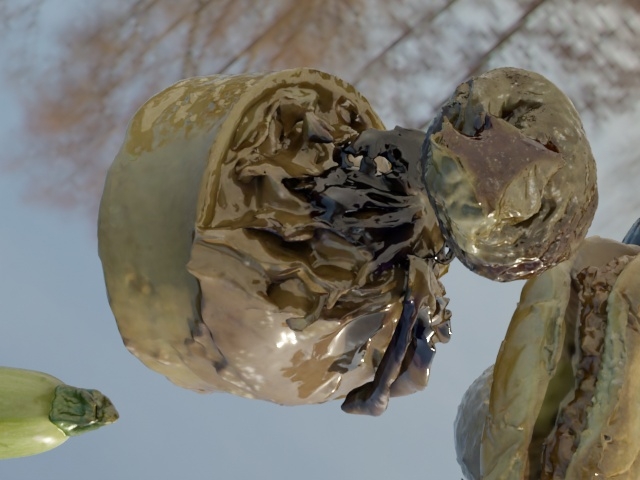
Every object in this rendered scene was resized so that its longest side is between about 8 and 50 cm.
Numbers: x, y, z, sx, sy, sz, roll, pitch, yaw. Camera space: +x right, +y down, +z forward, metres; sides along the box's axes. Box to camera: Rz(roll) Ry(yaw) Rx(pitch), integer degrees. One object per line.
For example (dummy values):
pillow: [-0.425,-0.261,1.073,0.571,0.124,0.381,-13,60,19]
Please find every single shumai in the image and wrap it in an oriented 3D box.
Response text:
shumai: [0.130,-0.038,1.161,0.105,0.123,0.139,-83,-13,-64]

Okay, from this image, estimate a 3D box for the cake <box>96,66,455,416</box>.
cake: [0.005,-0.001,1.546,0.332,0.321,0.332,-7,-81,-52]

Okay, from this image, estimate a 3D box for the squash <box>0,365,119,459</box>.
squash: [-0.346,0.190,1.782,0.137,0.288,0.137,3,-90,-85]

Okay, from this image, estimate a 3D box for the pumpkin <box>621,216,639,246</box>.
pumpkin: [0.485,0.071,2.144,0.250,0.216,0.250,28,163,10]

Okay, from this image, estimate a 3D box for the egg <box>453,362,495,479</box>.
egg: [0.296,0.240,1.921,0.310,0.279,0.279,37,-174,36]

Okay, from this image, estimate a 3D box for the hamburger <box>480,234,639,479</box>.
hamburger: [0.243,0.143,1.330,0.259,0.145,0.283,34,-118,-38]
